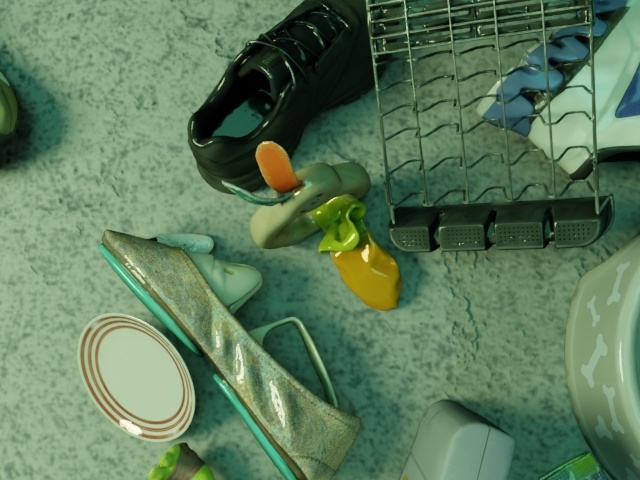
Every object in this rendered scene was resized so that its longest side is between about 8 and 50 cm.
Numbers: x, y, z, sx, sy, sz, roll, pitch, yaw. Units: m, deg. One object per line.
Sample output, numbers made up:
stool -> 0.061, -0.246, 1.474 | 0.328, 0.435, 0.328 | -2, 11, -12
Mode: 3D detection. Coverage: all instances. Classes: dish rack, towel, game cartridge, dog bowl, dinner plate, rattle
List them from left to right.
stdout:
dinner plate -> -0.178, 0.132, 0.702 | 0.141, 0.017, 0.141 | 9, 112, 24
rattle -> 0.000, 0.000, 0.640 | 0.130, 0.199, 0.142 | -14, 82, 3
game cartridge -> 0.076, 0.284, 0.598 | 0.062, 0.198, 0.297 | 21, 84, 7
dish rack -> 0.145, -0.116, 0.634 | 0.209, 0.074, 0.271 | -3, 107, 21
towel -> 0.254, 0.250, 0.682 | 0.060, 0.009, 0.083 | -30, 81, 1
dog bowl -> 0.407, 0.108, 0.643 | 0.349, 0.102, 0.348 | -1, 82, 5

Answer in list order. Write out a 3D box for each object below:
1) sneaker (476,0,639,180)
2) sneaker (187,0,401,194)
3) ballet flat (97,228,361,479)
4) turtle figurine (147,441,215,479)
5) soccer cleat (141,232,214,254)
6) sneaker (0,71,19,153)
sneaker -> 0.324, -0.167, 0.685 | 0.315, 0.127, 0.182 | -42, 85, 5
sneaker -> -0.020, -0.168, 0.702 | 0.109, 0.130, 0.286 | 37, 86, 10
ballet flat -> -0.079, 0.090, 0.695 | 0.106, 0.107, 0.316 | -40, 88, -14
turtle figurine -> -0.066, 0.280, 0.658 | 0.217, 0.087, 0.269 | 34, 114, 15
soccer cleat -> -0.152, 0.006, 0.735 | 0.083, 0.035, 0.029 | -1, 82, 5
sneaker -> -0.492, -0.206, 0.719 | 0.410, 0.182, 0.158 | 36, 86, 8
